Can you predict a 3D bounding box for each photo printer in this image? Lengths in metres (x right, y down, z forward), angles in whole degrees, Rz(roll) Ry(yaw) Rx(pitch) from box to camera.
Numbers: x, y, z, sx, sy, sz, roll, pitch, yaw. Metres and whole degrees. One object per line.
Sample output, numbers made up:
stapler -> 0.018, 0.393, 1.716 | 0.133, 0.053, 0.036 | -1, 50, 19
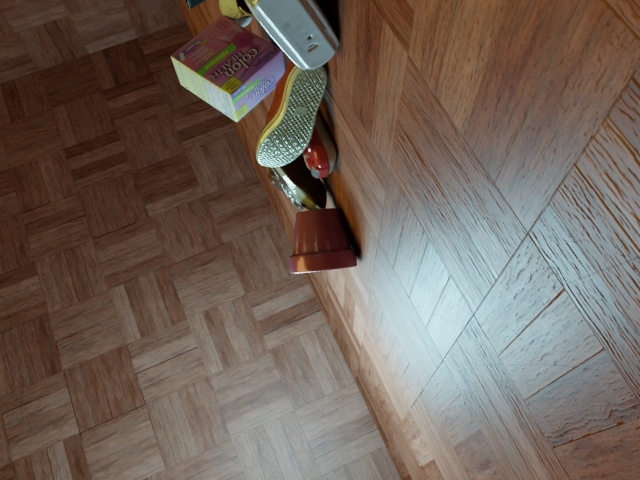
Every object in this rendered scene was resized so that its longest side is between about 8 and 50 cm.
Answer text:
photo printer -> -0.100, -0.509, 1.159 | 0.307, 0.107, 0.256 | 64, -166, 22

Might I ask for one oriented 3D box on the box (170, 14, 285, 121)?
box -> -0.262, -0.498, 1.737 | 0.243, 0.213, 0.117 | 36, 159, 20

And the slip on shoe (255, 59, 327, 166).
slip on shoe -> -0.074, -0.308, 1.458 | 0.331, 0.123, 0.101 | 117, 149, -43

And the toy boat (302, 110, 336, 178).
toy boat -> -0.063, -0.264, 1.599 | 0.151, 0.151, 0.231 | 101, 146, -73

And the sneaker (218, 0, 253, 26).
sneaker -> -0.221, -0.662, 1.702 | 0.290, 0.106, 0.123 | 123, 126, -77

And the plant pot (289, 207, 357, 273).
plant pot -> 0.000, 0.000, 1.803 | 0.201, 0.201, 0.180 | 161, 103, -81

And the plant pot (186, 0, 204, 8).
plant pot -> -0.388, -0.893, 1.923 | 0.188, 0.167, 0.187 | 95, 152, -69

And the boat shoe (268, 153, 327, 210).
boat shoe -> -0.102, -0.191, 1.759 | 0.342, 0.123, 0.123 | 45, -134, -51
